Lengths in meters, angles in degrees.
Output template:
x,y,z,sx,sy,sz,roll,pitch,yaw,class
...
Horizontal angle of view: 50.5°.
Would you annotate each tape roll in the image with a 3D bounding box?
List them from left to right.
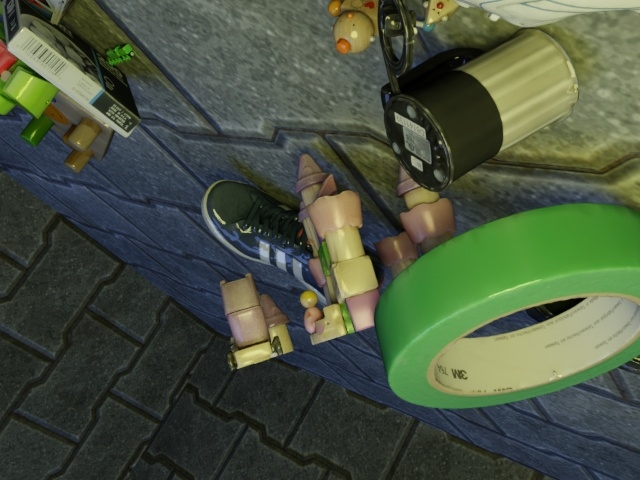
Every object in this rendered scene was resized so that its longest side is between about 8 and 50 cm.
x,y,z,sx,sy,sz,roll,pitch,yaw,class
0.221,0.086,0.734,0.321,0.077,0.321,-9,147,-6,tape roll

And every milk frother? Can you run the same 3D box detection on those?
x,y,z,sx,sy,sz,roll,pitch,yaw,class
0.115,-0.137,0.531,0.129,0.135,0.143,50,160,27,milk frother

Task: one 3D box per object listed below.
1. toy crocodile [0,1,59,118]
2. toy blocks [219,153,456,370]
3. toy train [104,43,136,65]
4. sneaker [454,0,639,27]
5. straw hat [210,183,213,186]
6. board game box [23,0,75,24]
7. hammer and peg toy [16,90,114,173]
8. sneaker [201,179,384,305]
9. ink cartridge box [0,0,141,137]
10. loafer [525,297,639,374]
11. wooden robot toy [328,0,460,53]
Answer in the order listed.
x,y,z,sx,sy,sz,roll,pitch,yaw,class
-0.496,-0.299,0.993,0.340,0.115,0.105,49,-176,16,toy crocodile
0.000,0.000,0.905,0.288,0.309,0.260,116,137,-80,toy blocks
-0.301,-0.278,1.013,0.083,0.017,0.023,9,142,51,toy train
0.104,-0.193,0.441,0.297,0.111,0.129,22,166,31,sneaker
-0.176,-0.046,1.365,0.144,0.061,0.144,28,162,10,straw hat
-0.423,-0.404,0.806,0.305,0.053,0.193,38,163,-21,board game box
-0.531,-0.278,1.202,0.361,0.127,0.266,36,162,-16,hammer and peg toy
-0.036,-0.004,1.171,0.350,0.131,0.148,31,156,-19,sneaker
-0.367,-0.270,0.993,0.206,0.045,0.208,39,-167,-44,ink cartridge box
0.367,0.111,0.875,0.223,0.076,0.078,25,170,30,loafer
0.027,-0.201,0.581,0.173,0.079,0.076,25,162,18,wooden robot toy
